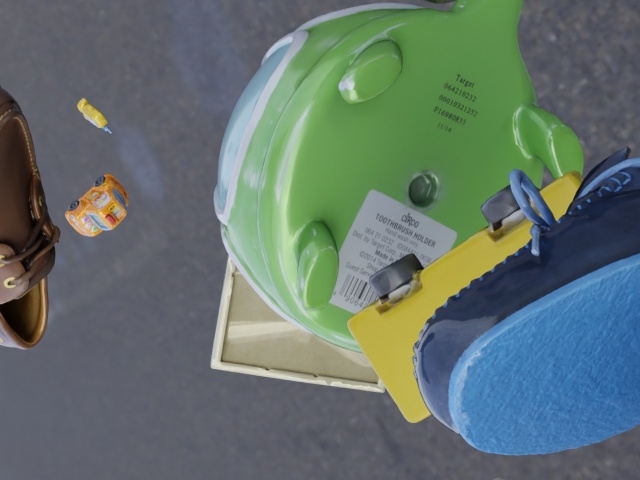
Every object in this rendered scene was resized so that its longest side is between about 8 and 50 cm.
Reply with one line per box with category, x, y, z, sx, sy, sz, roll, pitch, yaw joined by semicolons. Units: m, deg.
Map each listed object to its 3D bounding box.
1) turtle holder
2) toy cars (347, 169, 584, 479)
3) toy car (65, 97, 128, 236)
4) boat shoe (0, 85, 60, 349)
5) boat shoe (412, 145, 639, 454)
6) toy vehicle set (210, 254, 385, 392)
turtle holder;0.035;-0.085;1.061;0.227;0.243;0.320;26;120;59
toy cars;0.099;0.126;0.896;0.176;0.087;0.393;20;113;25
toy car;-0.199;-0.056;1.211;0.040;0.060;0.122;36;149;45
boat shoe;-0.144;-0.007;0.629;0.060;0.064;0.178;33;148;8
boat shoe;0.137;0.010;0.586;0.089;0.258;0.109;41;139;42
toy vehicle set;0.000;0.000;1.309;0.035;0.166;0.266;-128;48;-84
